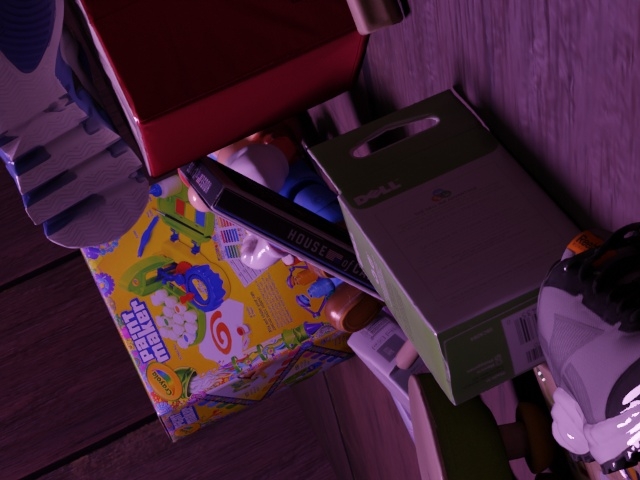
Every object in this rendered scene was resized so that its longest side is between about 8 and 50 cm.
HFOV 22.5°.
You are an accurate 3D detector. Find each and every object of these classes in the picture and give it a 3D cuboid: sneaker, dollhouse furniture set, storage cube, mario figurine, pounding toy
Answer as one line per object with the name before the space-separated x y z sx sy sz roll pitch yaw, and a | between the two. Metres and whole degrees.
sneaker | 0.147 0.042 0.738 0.271 0.100 0.108 128 122 -82
sneaker | -0.260 -0.153 1.330 0.182 0.127 0.315 53 168 50
dollhouse furniture set | 0.002 -0.194 1.092 0.081 0.091 0.114 -99 -13 -56
storage cube | -0.091 -0.186 1.288 0.183 0.193 0.215 64 174 8
mario figurine | -0.060 -0.027 1.655 0.320 0.170 0.198 47 127 45
pounding toy | 0.134 0.159 1.254 0.183 0.110 0.236 86 173 -67

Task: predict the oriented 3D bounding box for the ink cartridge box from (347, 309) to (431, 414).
ink cartridge box | 0.132 0.178 1.560 0.232 0.066 0.189 45 177 -12

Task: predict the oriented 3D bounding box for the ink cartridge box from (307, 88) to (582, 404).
ink cartridge box | 0.082 -0.003 0.993 0.209 0.109 0.062 -124 12 -50

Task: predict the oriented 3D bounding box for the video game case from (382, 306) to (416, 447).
video game case | 0.100 0.165 1.765 0.196 0.026 0.274 157 89 -83

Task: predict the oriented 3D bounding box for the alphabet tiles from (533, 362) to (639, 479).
alphabet tiles | 0.230 0.216 1.063 0.342 0.011 0.285 68 172 -20

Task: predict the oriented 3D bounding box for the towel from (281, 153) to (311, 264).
towel | -0.063 -0.086 1.947 0.187 0.049 0.282 62 169 17

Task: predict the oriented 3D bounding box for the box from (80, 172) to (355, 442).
box | -0.140 0.066 2.139 0.177 0.279 0.290 87 157 -71

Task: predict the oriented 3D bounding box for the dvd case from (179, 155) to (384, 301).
dvd case | 0.000 0.000 1.370 0.239 0.029 0.179 28 -176 -18
